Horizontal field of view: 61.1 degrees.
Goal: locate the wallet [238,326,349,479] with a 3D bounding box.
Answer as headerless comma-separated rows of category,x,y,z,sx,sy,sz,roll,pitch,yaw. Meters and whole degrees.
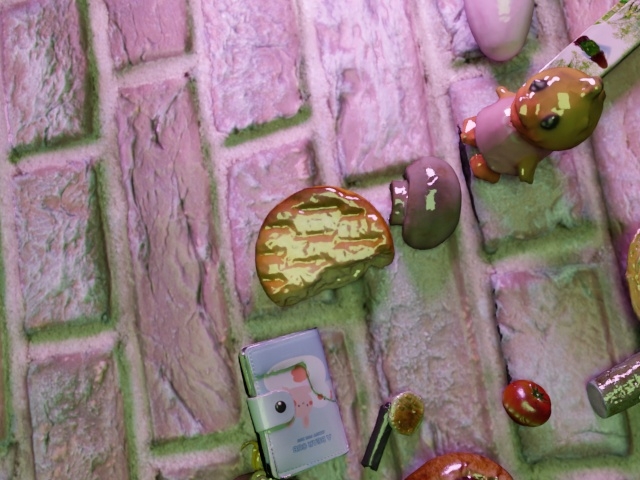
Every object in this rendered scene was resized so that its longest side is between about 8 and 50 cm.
wallet,-0.051,0.307,1.035,0.176,0.075,0.250,-11,81,-28

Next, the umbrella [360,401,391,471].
umbrella,0.117,0.379,1.050,0.036,0.031,0.133,22,86,-16

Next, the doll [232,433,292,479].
doll,-0.118,0.469,1.040,0.145,0.096,0.188,-19,71,-3

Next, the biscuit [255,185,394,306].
biscuit,0.000,0.000,1.080,0.274,0.091,0.213,-18,84,6

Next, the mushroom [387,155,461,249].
mushroom,0.211,-0.081,1.061,0.141,0.117,0.188,4,79,-4

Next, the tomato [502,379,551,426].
tomato,0.378,0.303,1.002,0.087,0.087,0.075,41,128,10

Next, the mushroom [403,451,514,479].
mushroom,0.241,0.509,0.943,0.267,0.254,0.267,-8,56,12

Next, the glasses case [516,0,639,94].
glasses case,0.528,-0.356,1.072,0.272,0.062,0.095,-42,80,0

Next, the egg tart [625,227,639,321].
egg tart,0.678,0.076,0.972,0.288,0.118,0.288,-1,80,5

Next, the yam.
yam,0.573,0.251,0.987,0.179,0.078,0.078,-31,80,6

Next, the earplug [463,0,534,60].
earplug,0.347,-0.506,1.072,0.172,0.172,0.301,-4,89,7

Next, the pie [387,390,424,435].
pie,0.166,0.331,1.040,0.084,0.020,0.084,3,82,-23

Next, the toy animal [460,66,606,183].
toy animal,0.388,-0.210,0.975,0.169,0.281,0.195,-12,80,-15
